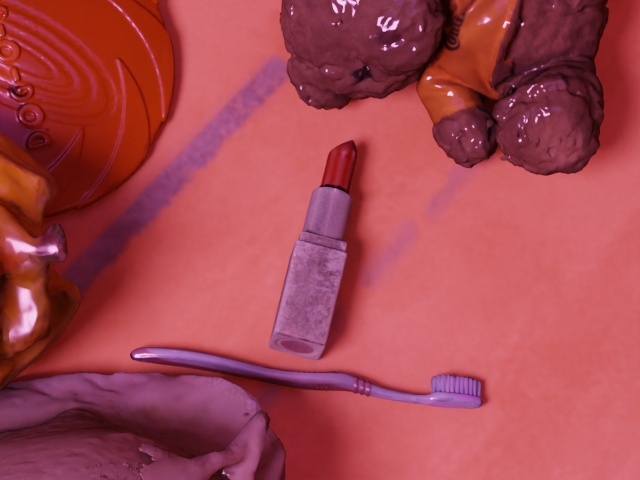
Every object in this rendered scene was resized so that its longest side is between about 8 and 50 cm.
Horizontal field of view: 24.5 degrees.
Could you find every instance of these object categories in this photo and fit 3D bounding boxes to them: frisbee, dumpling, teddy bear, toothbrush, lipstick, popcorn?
[{"bbox_3d":[-0.175,-0.104,0.819,0.192,0.035,0.192,4,73,-13],"label":"frisbee"},{"bbox_3d":[-0.146,0.165,0.688,0.293,0.204,0.163,-37,110,-34],"label":"dumpling"},{"bbox_3d":[0.072,-0.132,0.828,0.190,0.177,0.140,2,25,-8],"label":"teddy bear"},{"bbox_3d":[-0.007,0.073,0.800,0.193,0.013,0.019,7,63,-5],"label":"toothbrush"},{"bbox_3d":[0.001,0.000,0.819,0.030,0.030,0.129,15,67,-2],"label":"lipstick"},{"bbox_3d":[-0.196,0.014,0.724,0.148,0.152,0.167,51,52,-21],"label":"popcorn"}]
